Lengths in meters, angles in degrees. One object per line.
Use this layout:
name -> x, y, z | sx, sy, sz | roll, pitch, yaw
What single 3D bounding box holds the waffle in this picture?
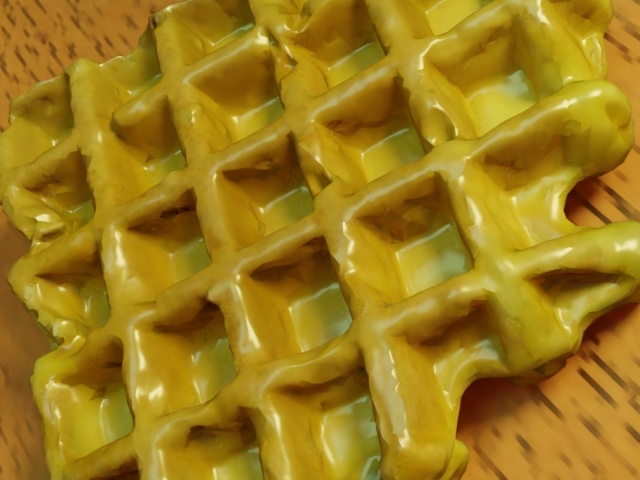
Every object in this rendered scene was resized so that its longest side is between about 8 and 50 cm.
waffle -> 0.000, 0.000, 0.359 | 0.229, 0.057, 0.219 | -27, 57, 17
